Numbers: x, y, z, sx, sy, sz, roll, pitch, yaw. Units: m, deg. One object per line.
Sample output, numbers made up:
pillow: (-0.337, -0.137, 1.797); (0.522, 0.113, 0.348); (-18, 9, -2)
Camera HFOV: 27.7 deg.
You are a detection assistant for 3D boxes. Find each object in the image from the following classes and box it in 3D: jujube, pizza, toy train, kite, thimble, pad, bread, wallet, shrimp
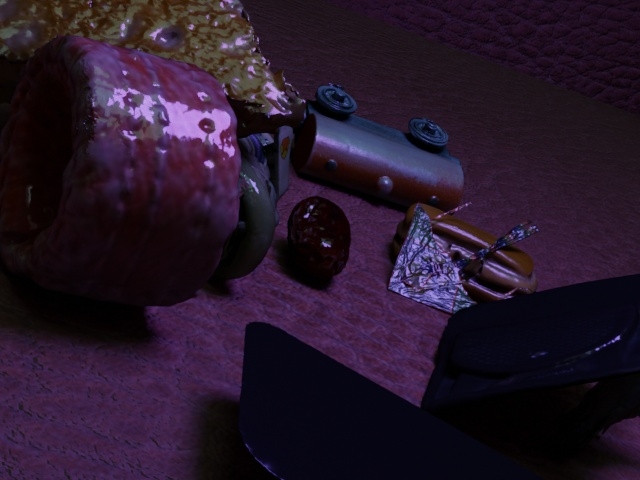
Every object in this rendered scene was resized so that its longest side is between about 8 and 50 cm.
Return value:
jujube: (0.000, 0.000, 1.483); (0.077, 0.077, 0.129); (20, 23, -13)
pizza: (-0.202, -0.200, 1.369); (0.406, 0.130, 0.440); (37, 56, 17)
toy train: (0.082, -0.120, 1.881); (0.285, 0.116, 0.177); (18, 31, -18)
kite: (0.182, 0.025, 1.590); (0.244, 0.006, 0.198); (-20, 65, -30)
thimble: (-0.183, -0.060, 1.170); (0.162, 0.239, 0.239); (10, 23, -34)
pad: (0.081, 0.230, 1.024); (0.375, 0.063, 0.315); (31, 17, -12)
bread: (0.189, 0.023, 1.664); (0.200, 0.077, 0.116); (26, 10, 3)
wallet: (0.235, 0.099, 1.354); (0.247, 0.041, 0.323); (-11, 10, 18)
shrimp: (0.324, 0.185, 1.322); (0.219, 0.152, 0.046); (-30, 19, -19)

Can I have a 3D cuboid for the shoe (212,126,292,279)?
shoe: (-0.094, -0.067, 1.400); (0.128, 0.140, 0.262); (-6, 30, -23)
